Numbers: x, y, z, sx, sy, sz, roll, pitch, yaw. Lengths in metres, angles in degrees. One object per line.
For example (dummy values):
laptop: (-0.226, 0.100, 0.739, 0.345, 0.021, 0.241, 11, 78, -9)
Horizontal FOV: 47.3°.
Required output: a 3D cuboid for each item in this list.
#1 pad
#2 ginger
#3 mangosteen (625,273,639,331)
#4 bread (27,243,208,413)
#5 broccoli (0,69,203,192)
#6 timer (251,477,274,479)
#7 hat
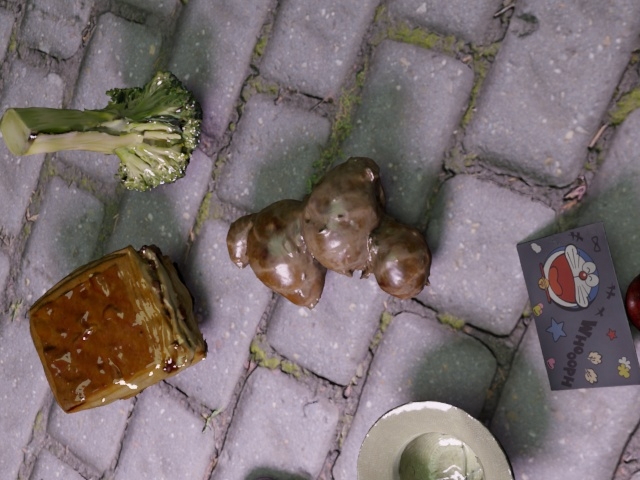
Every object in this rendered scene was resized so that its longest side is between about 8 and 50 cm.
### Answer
pad: (0.396, 0.107, 1.130, 0.170, 0.006, 0.245, -20, 78, 53)
ginger: (0.000, 0.000, 1.278, 0.375, 0.176, 0.256, -11, 100, 25)
mangosteen: (0.510, 0.087, 1.047, 0.140, 0.140, 0.140, -1, 88, 26)
bread: (-0.396, 0.178, 1.463, 0.325, 0.167, 0.277, -29, 76, 13)
broccoli: (-0.414, -0.199, 1.390, 0.252, 0.362, 0.221, -10, 91, 63)
timer: (-0.088, 0.559, 1.360, 0.191, 0.069, 0.208, 7, 93, 28)
hat: (0.201, 0.376, 1.191, 0.257, 0.130, 0.257, -1, 89, 26)
